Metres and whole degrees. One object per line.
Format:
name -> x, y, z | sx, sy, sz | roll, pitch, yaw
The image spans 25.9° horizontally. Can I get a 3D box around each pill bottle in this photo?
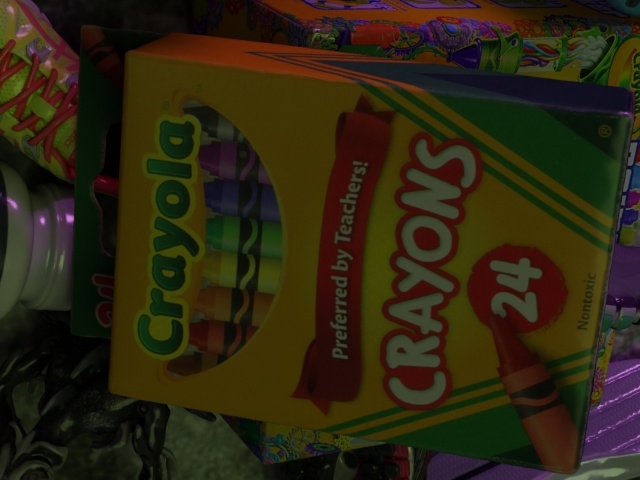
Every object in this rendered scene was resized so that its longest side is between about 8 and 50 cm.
pill bottle -> -0.236, -0.002, 0.857 | 0.180, 0.108, 0.108 | 6, 109, -30

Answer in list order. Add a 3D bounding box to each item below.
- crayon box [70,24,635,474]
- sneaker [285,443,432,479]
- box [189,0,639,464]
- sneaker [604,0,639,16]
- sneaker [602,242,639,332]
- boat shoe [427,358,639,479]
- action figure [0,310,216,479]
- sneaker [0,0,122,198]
crayon box -> 0.000, 0.000, 0.773 | 0.319, 0.081, 0.202 | 8, 108, 11
sneaker -> 0.029, 0.230, 1.101 | 0.112, 0.121, 0.299 | -35, 150, -51
box -> 0.060, -0.032, 0.966 | 0.279, 0.177, 0.289 | -6, 115, -28
sneaker -> 0.232, -0.298, 0.905 | 0.125, 0.140, 0.340 | 27, 77, -33
sneaker -> 0.136, 0.003, 0.867 | 0.224, 0.083, 0.098 | -4, 110, -27
boat shoe -> 0.222, 0.191, 1.217 | 0.302, 0.109, 0.094 | -19, 136, -10
action figure -> -0.174, 0.152, 0.927 | 0.275, 0.164, 0.141 | -48, 154, -25
sneaker -> -0.167, -0.087, 0.850 | 0.208, 0.094, 0.081 | 32, 99, -43
